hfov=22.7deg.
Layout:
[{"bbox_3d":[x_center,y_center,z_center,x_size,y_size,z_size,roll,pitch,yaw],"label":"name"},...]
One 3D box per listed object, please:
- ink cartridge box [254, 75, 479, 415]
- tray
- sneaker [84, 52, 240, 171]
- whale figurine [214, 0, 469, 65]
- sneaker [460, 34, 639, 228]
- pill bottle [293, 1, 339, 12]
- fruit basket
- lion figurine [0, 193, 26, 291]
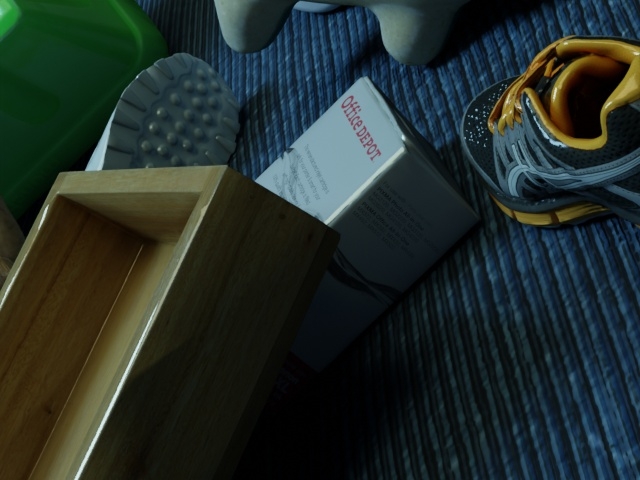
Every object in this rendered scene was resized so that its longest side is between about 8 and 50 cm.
[{"bbox_3d":[0.000,0.000,0.833,0.150,0.063,0.109,-43,25,10],"label":"ink cartridge box"},{"bbox_3d":[-0.145,0.164,0.737,0.203,0.076,0.411,3,66,60],"label":"tray"},{"bbox_3d":[-0.133,-0.031,1.087,0.095,0.090,0.235,-32,25,51],"label":"sneaker"},{"bbox_3d":[0.036,-0.211,0.975,0.272,0.216,0.141,-26,-3,43],"label":"whale figurine"},{"bbox_3d":[0.116,-0.054,0.697,0.084,0.083,0.215,-54,23,-9],"label":"sneaker"},{"bbox_3d":[0.027,-0.319,1.152,0.283,0.160,0.160,-56,25,-16],"label":"pill bottle"},{"bbox_3d":[-0.321,-0.133,1.432,0.392,0.283,0.392,-34,-19,-13],"label":"fruit basket"},{"bbox_3d":[-0.246,0.076,1.035,0.142,0.240,0.392,-21,-2,-20],"label":"lion figurine"}]
